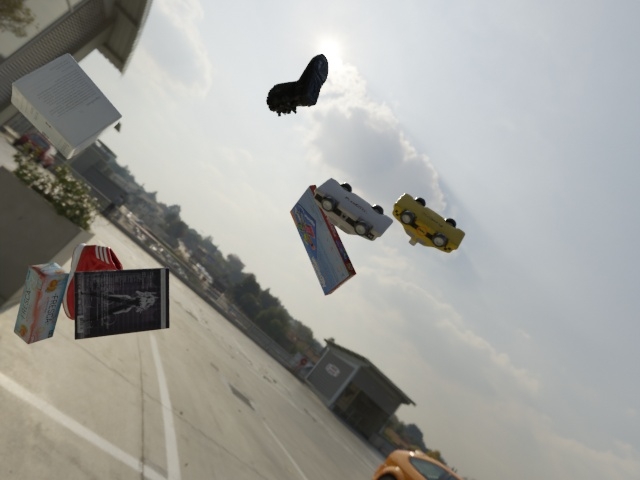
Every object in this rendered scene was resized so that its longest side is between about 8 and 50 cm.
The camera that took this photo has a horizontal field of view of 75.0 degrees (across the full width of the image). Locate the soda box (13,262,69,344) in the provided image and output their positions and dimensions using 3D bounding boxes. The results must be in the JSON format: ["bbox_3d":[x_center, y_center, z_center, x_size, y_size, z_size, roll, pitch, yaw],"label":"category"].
[{"bbox_3d":[-0.645,0.144,0.964,0.058,0.183,0.063,30,16,19],"label":"soda box"}]

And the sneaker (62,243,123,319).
[{"bbox_3d":[-0.646,0.116,1.189,0.128,0.220,0.087,0,-10,5],"label":"sneaker"}]

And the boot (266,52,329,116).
[{"bbox_3d":[-0.044,-0.288,0.774,0.099,0.121,0.045,3,-23,36],"label":"boot"}]

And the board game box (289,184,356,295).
[{"bbox_3d":[0.000,0.000,1.170,0.145,0.027,0.281,-45,-118,49],"label":"board game box"}]

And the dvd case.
[{"bbox_3d":[-0.500,0.156,1.063,0.222,0.164,0.018,-1,2,-33],"label":"dvd case"}]

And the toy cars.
[{"bbox_3d":[0.163,-0.044,1.018,0.395,0.176,0.087,9,-46,-20],"label":"toy cars"}]

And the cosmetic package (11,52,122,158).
[{"bbox_3d":[-0.637,-0.331,1.052,0.151,0.151,0.183,-2,-50,54],"label":"cosmetic package"}]
